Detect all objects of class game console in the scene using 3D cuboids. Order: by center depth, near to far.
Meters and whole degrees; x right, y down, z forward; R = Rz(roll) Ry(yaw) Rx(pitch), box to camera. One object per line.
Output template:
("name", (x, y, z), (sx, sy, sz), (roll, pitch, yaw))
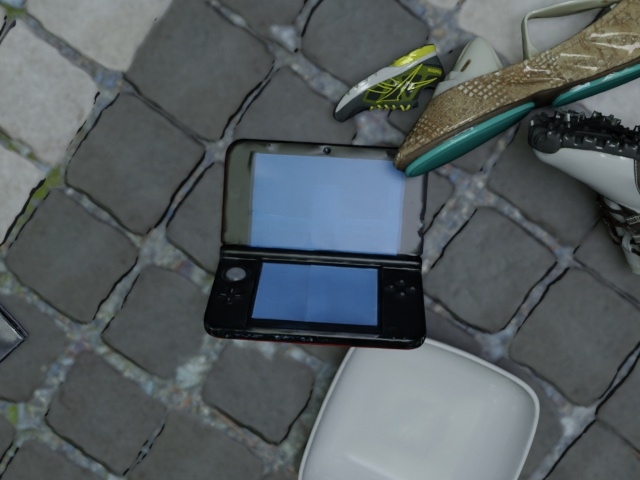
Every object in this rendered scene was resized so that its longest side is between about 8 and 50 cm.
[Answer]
("game console", (0.000, 0.000, 0.520), (0.144, 0.124, 0.085), (3, 124, 2))

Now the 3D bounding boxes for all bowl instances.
("bowl", (0.067, 0.135, 0.548), (0.142, 0.053, 0.142), (22, 98, 0))

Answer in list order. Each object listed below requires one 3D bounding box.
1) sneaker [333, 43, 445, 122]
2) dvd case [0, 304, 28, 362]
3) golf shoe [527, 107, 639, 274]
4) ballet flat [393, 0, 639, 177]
("sneaker", (0.048, -0.100, 0.529), (0.083, 0.031, 0.035), (-31, 96, 6))
("dvd case", (-0.347, 0.042, 0.568), (0.164, 0.018, 0.221), (-41, 94, 7))
("golf shoe", (0.209, -0.020, 0.496), (0.198, 0.077, 0.094), (16, 113, -17))
("ballet flat", (0.133, -0.110, 0.512), (0.206, 0.073, 0.067), (-24, 84, -3))
